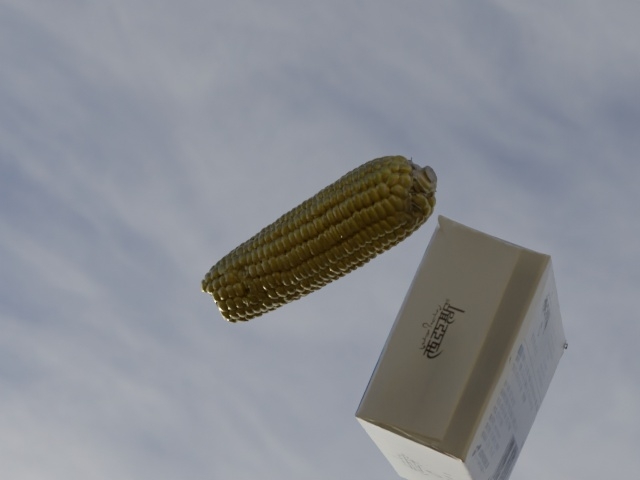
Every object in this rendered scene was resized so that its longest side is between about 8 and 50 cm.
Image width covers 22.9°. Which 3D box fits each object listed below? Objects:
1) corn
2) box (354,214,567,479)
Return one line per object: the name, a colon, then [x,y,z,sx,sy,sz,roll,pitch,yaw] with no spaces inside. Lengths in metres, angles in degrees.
corn: [0.000,0.000,1.198,0.206,0.067,0.067,-31,-58,20]
box: [0.140,0.126,1.499,0.116,0.203,0.274,21,-13,18]
